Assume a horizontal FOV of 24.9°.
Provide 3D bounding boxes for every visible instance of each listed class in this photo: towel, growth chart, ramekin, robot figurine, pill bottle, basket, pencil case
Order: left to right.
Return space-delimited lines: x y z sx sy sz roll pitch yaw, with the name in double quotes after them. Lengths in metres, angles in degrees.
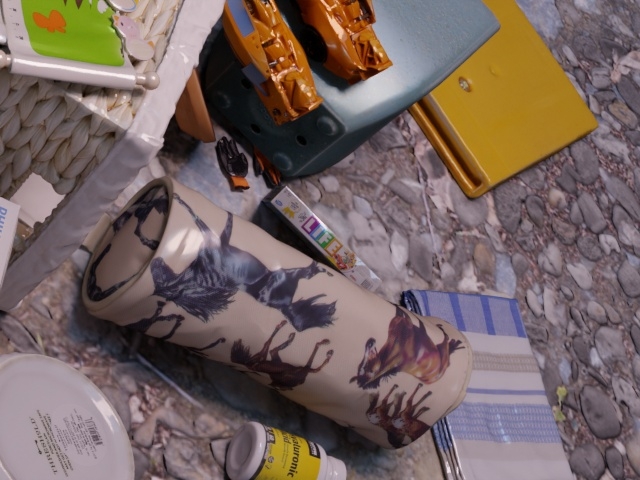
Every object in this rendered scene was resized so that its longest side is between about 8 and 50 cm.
-0.283 -0.178 1.365 0.266 0.328 0.331 33 46 -17 "basket"
-0.259 0.195 1.260 0.207 0.109 0.207 37 32 -28 "ramekin"
-0.230 -0.222 1.198 0.172 0.021 0.237 -5 64 -38 "growth chart"
-0.048 0.079 1.520 0.410 0.183 0.160 28 76 -24 "pencil case"
-0.046 -0.283 1.529 0.211 0.085 0.291 -32 101 -28 "robot figurine"
-0.034 0.233 1.494 0.116 0.065 0.065 23 50 -28 "pill bottle"
0.208 0.191 1.753 0.209 0.034 0.285 7 58 -38 "towel"

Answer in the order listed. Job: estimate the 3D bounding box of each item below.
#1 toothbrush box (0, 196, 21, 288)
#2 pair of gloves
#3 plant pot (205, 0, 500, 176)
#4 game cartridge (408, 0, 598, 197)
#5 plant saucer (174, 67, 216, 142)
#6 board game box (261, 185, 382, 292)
-0.432 0.007 1.193 0.295 0.216 0.126 26 49 -24 "toothbrush box"
-0.083 -0.090 1.707 0.083 0.010 0.074 -3 60 -41 "pair of gloves"
0.007 -0.221 1.718 0.248 0.247 0.252 45 54 -7 "plant pot"
0.230 -0.226 2.044 0.324 0.053 0.285 -27 82 -49 "game cartridge"
-0.160 -0.202 1.618 0.037 0.200 0.200 -17 69 -2 "plant saucer"
0.000 0.000 1.658 0.154 0.103 0.026 45 86 -8 "board game box"
